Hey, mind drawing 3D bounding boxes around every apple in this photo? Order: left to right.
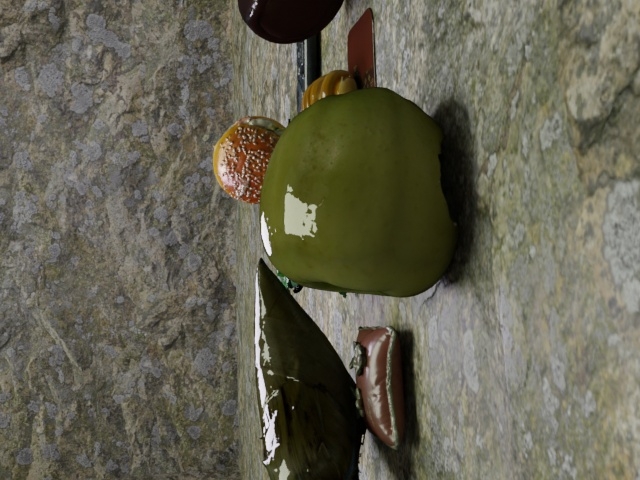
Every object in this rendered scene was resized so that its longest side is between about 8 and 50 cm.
[{"bbox_3d":[0.046,-0.050,1.016,0.279,0.279,0.279,178,90,-78],"label":"apple"}]

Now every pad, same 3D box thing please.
[{"bbox_3d":[0.072,-0.249,1.382,0.181,0.004,0.267,169,98,-79],"label":"pad"}]

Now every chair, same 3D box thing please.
[{"bbox_3d":[-0.102,-0.519,1.475,0.401,0.226,0.227,55,150,38],"label":"chair"}]

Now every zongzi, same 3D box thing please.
[{"bbox_3d":[-0.045,0.225,1.273,0.323,0.160,0.360,-76,-36,-76],"label":"zongzi"}]

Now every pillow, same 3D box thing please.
[{"bbox_3d":[0.085,0.220,1.228,0.171,0.075,0.179,145,120,-79],"label":"pillow"}]

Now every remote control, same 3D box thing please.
[{"bbox_3d":[-0.030,-0.395,1.752,0.107,0.044,0.378,-116,25,-80],"label":"remote control"}]

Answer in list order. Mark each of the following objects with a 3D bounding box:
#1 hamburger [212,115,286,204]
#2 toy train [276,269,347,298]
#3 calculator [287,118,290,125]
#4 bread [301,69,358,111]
[{"bbox_3d":[-0.167,-0.205,2.049,0.147,0.236,0.237,-7,-85,-86],"label":"hamburger"},{"bbox_3d":[0.000,0.000,1.437,0.266,0.145,0.202,147,123,-76],"label":"toy train"},{"bbox_3d":[-0.064,-0.154,1.887,0.177,0.040,0.268,-101,4,-71],"label":"calculator"},{"bbox_3d":[0.017,-0.242,1.443,0.177,0.084,0.119,168,99,-74],"label":"bread"}]
